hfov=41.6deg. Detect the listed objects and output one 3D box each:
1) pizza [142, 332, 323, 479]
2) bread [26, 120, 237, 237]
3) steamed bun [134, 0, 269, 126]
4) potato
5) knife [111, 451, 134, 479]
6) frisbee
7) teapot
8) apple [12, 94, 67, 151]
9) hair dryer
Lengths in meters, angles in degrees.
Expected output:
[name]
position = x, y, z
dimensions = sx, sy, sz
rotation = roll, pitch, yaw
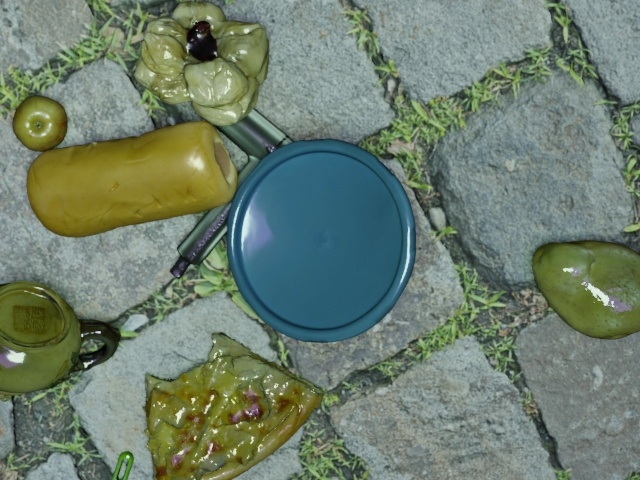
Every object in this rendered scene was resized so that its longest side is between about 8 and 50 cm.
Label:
[pizza]
position = -0.164, 0.276, 1.334
dimensions = 0.324, 0.089, 0.223
rotation = -31, 103, -2
[bread]
position = -0.278, -0.085, 1.227
dimensions = 0.305, 0.091, 0.142
rotation = -11, 118, 12
[steamed bun]
position = -0.155, -0.273, 1.218
dimensions = 0.178, 0.106, 0.192
rotation = 33, 56, 3
[potato]
position = 0.428, 0.070, 1.337
dimensions = 0.194, 0.157, 0.157
rotation = 25, 95, -7
[knife]
position = -0.353, 0.438, 1.370
dimensions = 0.054, 0.015, 0.212
rotation = 20, 96, -1
[frisbee]
position = 0.001, 0.000, 1.193
dimensions = 0.290, 0.049, 0.289
rotation = 0, 89, 22
[teapot]
position = -0.442, 0.163, 1.263
dimensions = 0.270, 0.173, 0.182
rotation = 6, 135, -31
[apple]
position = -0.416, -0.173, 1.247
dimensions = 0.084, 0.071, 0.083
rotation = -1, 99, -5
[hair dryer]
position = -0.072, -0.034, 1.314
dimensions = 0.320, 0.155, 0.284
rotation = 32, 114, 3
